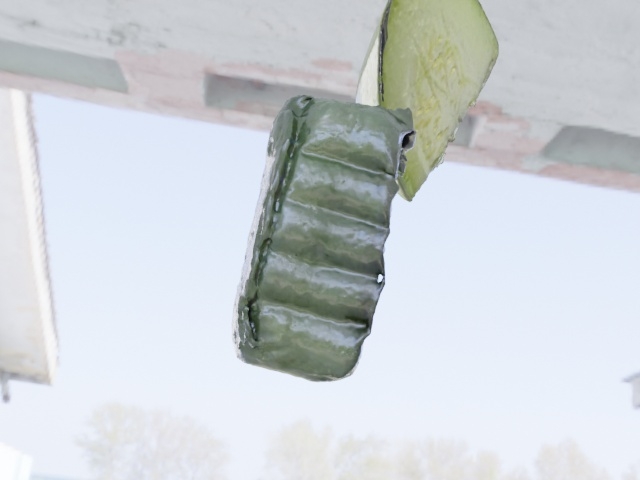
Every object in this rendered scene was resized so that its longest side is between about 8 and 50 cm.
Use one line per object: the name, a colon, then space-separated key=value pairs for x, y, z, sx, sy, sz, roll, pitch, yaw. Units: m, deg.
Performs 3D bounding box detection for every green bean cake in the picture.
green bean cake: x=0.000 y=0.000 z=0.724 sx=0.125 sy=0.222 sz=0.227 roll=14 pitch=-6 yaw=-3

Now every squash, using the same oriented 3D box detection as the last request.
squash: x=0.121 y=-0.194 z=1.007 sx=0.204 sy=0.237 sz=0.155 roll=33 pitch=-11 yaw=-17
